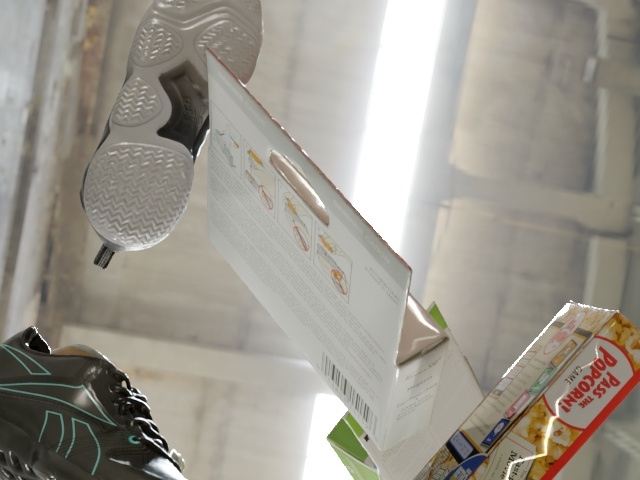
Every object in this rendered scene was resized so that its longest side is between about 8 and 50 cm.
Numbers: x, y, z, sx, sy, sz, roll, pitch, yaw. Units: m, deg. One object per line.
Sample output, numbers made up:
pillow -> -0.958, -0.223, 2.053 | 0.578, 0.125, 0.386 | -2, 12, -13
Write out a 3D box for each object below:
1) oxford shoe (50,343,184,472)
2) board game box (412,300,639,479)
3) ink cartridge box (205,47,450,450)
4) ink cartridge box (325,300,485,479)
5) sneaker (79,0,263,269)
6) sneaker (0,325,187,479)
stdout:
oxford shoe -> -0.169, 0.251, 1.126 | 0.130, 0.169, 0.449 | -44, 141, -23
board game box -> 0.145, 0.131, 0.890 | 0.193, 0.045, 0.147 | -49, -179, 0
ink cartridge box -> 0.000, 0.000, 1.011 | 0.275, 0.060, 0.239 | 49, -29, 30
ink cartridge box -> 0.094, 0.195, 1.562 | 0.189, 0.097, 0.255 | -49, 139, -18
sneaker -> -0.138, -0.101, 1.077 | 0.153, 0.101, 0.268 | -42, -155, 64
sneaker -> -0.152, 0.132, 0.840 | 0.106, 0.267, 0.101 | -53, 144, -25
